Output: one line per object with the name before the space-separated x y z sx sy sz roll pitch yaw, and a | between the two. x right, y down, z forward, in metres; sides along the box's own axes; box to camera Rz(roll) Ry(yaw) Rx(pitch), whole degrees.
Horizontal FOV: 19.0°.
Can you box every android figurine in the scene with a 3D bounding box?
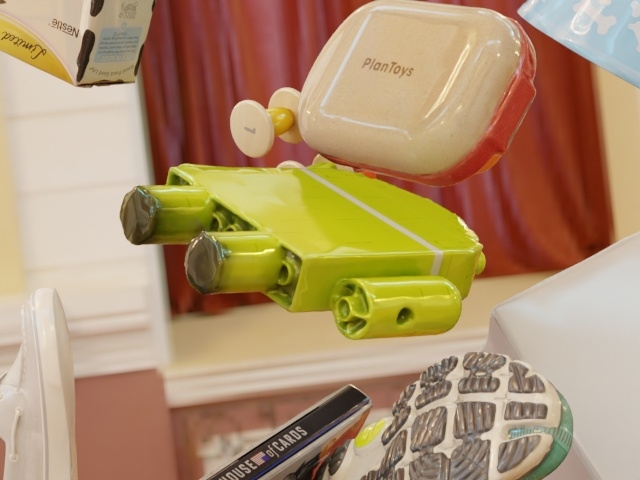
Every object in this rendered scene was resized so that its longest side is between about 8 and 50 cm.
android figurine | 0.000 0.000 1.367 0.273 0.056 0.248 0 23 -42

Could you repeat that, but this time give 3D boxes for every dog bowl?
dog bowl | 0.248 -0.098 1.066 0.297 0.074 0.166 18 16 -33

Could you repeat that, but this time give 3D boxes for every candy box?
candy box | -0.184 -0.245 1.370 0.159 0.233 0.071 26 20 29

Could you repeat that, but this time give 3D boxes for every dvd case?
dvd case | -0.066 0.207 1.285 0.029 0.179 0.239 37 32 18

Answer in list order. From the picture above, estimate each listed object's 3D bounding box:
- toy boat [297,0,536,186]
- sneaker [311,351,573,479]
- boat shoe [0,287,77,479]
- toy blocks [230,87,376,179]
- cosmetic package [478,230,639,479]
toy boat | 0.094 -0.106 1.572 0.231 0.151 0.151 16 -16 49
sneaker | 0.084 0.154 1.224 0.110 0.107 0.275 26 -33 -16
boat shoe | -0.201 0.123 1.314 0.063 0.184 0.066 -1 18 -1
toy blocks | 0.006 -0.090 1.738 0.148 0.123 0.054 -22 -18 -43
cosmetic package | 0.278 0.212 1.481 0.156 0.385 0.217 -25 -22 -12
